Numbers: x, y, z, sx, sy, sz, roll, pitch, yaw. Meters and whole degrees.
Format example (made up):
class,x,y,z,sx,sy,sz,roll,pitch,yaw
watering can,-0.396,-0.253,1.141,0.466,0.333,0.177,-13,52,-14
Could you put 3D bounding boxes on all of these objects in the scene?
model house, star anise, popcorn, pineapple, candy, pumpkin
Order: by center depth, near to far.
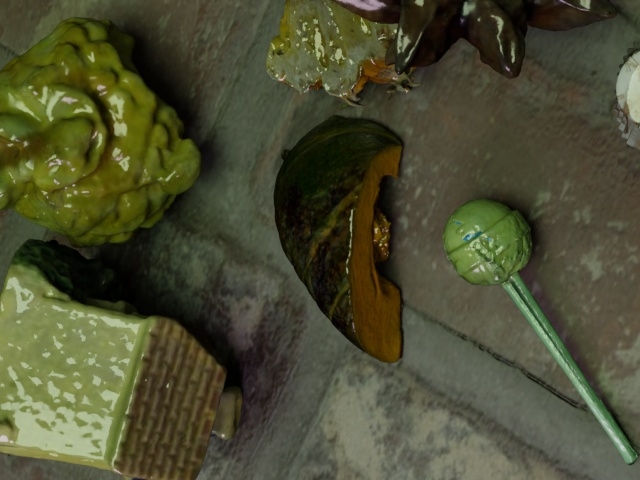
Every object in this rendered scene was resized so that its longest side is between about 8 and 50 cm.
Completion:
class,x,y,z,sx,sy,sz,roll,pitch,yaw
star anise,0.157,-0.286,1.835,0.315,0.108,0.315,-5,59,8
candy,0.245,0.102,1.946,0.093,0.092,0.335,-33,91,-7
pineapple,0.031,-0.237,1.967,0.236,0.114,0.186,-10,95,33
pumpkin,-0.002,0.004,2.035,0.163,0.111,0.279,5,103,32
model house,-0.229,0.150,2.098,0.266,0.321,0.261,13,85,9
popcorn,-0.279,-0.109,2.098,0.241,0.235,0.250,-39,93,11

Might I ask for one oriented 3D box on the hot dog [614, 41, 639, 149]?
class,x,y,z,sx,sy,sz,roll,pitch,yaw
hot dog,0.408,-0.119,1.811,0.252,0.069,0.131,27,102,19
